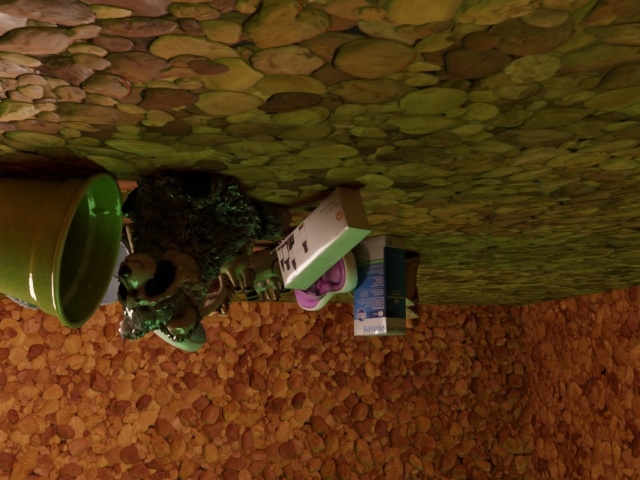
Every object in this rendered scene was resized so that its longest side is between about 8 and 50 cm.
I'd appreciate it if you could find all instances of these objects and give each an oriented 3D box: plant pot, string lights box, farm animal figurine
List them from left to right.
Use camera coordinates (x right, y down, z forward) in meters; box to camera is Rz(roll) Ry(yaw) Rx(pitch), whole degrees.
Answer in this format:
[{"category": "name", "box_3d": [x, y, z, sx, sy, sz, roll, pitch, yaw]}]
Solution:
[{"category": "plant pot", "box_3d": [-0.519, -0.005, 1.243, 0.254, 0.275, 0.276, 10, 170, 3]}, {"category": "farm animal figurine", "box_3d": [-0.212, 0.077, 1.951, 0.327, 0.172, 0.330, -9, 167, -26]}, {"category": "string lights box", "box_3d": [0.156, 0.123, 1.891, 0.077, 0.259, 0.133, 7, 168, -37]}]

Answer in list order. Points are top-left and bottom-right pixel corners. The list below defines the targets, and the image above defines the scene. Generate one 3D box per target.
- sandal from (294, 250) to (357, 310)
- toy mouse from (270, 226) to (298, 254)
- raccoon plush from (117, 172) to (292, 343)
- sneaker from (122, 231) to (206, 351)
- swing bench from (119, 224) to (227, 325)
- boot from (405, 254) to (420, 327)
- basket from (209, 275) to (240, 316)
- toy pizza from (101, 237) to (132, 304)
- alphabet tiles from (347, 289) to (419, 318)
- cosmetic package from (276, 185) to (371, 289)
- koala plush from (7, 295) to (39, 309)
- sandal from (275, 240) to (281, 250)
[{"category": "sandal", "box_3d": [-0.018, 0.102, 2.042, 0.102, 0.169, 0.416, -3, 165, -24]}, {"category": "toy mouse", "box_3d": [-0.038, -0.020, 1.542, 0.161, 0.031, 0.143, -40, -178, -34]}, {"category": "raccoon plush", "box_3d": [-0.193, 0.048, 1.344, 0.447, 0.298, 0.216, 8, 166, -42]}, {"category": "sneaker", "box_3d": [-0.388, 0.129, 1.804, 0.150, 0.366, 0.135, -30, -157, 18]}, {"category": "swing bench", "box_3d": [-0.333, 0.075, 1.618, 0.165, 0.254, 0.253, 7, 168, -35]}, {"category": "boot", "box_3d": [0.262, 0.164, 2.228, 0.109, 0.220, 0.283, -3, 170, -2]}, {"category": "basket", "box_3d": [-0.413, 0.099, 2.222, 0.299, 0.223, 0.213, -7, 135, 34]}, {"category": "toy pizza", "box_3d": [-0.544, 0.059, 1.726, 0.202, 0.201, 0.032, -2, -168, 7]}, {"category": "alphabet tiles", "box_3d": [0.133, 0.138, 2.154, 0.343, 0.011, 0.285, 38, 159, -12]}, {"category": "cosmetic package", "box_3d": [0.000, 0.000, 1.416, 0.061, 0.098, 0.239, 6, 145, -36]}, {"category": "koala plush", "box_3d": [-0.742, 0.063, 1.798, 0.196, 0.203, 0.221, 8, 179, -39]}, {"category": "sandal", "box_3d": [-0.053, 0.004, 1.845, 0.097, 0.054, 0.254, 5, -179, 12]}]
